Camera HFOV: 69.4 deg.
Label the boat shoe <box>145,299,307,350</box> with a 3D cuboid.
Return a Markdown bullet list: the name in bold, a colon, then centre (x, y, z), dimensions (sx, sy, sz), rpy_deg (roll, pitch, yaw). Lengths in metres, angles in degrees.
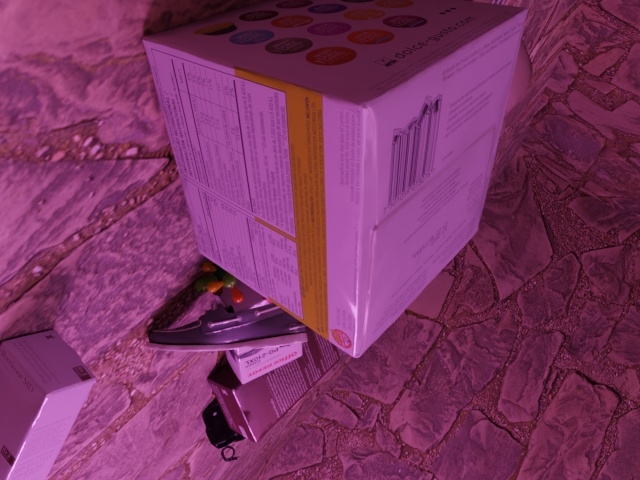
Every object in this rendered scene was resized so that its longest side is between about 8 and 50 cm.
- **boat shoe**: centre (-0.186, 0.169, 0.924), dimensions (0.116, 0.318, 0.099), rpy_deg (81, 5, -79)

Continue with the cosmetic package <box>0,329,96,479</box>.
- **cosmetic package**: centre (-0.435, 0.260, 0.676), dimensions (0.231, 0.117, 0.085), rpy_deg (-60, 159, 16)

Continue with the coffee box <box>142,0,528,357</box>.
- **coffee box**: centre (0.024, -0.128, 0.647), dimensions (0.337, 0.334, 0.339), rpy_deg (-37, 140, -34)

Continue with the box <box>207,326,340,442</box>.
- **box**: centre (-0.124, 0.381, 1.377), dimensions (0.381, 0.143, 0.191), rpy_deg (-35, 116, -40)

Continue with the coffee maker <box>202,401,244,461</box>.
- **coffee maker**: centre (-0.281, 0.593, 1.453), dimensions (0.178, 0.120, 0.172), rpy_deg (58, 26, -67)

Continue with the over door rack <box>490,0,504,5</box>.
- **over door rack**: centre (0.180, -0.412, 0.833), dimensions (0.323, 0.108, 0.240), rpy_deg (-5, 138, -18)

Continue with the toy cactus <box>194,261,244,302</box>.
- **toy cactus**: centre (-0.148, 0.038, 0.939), dimensions (0.219, 0.112, 0.180), rpy_deg (-46, 178, 6)

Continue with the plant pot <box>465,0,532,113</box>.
- **plant pot**: centre (0.320, -0.439, 1.033), dimensions (0.257, 0.256, 0.274), rpy_deg (-53, 143, 0)

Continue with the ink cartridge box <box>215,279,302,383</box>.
- **ink cartridge box**: centre (-0.138, 0.197, 1.086), dimensions (0.171, 0.100, 0.238), rpy_deg (-20, 130, -25)
